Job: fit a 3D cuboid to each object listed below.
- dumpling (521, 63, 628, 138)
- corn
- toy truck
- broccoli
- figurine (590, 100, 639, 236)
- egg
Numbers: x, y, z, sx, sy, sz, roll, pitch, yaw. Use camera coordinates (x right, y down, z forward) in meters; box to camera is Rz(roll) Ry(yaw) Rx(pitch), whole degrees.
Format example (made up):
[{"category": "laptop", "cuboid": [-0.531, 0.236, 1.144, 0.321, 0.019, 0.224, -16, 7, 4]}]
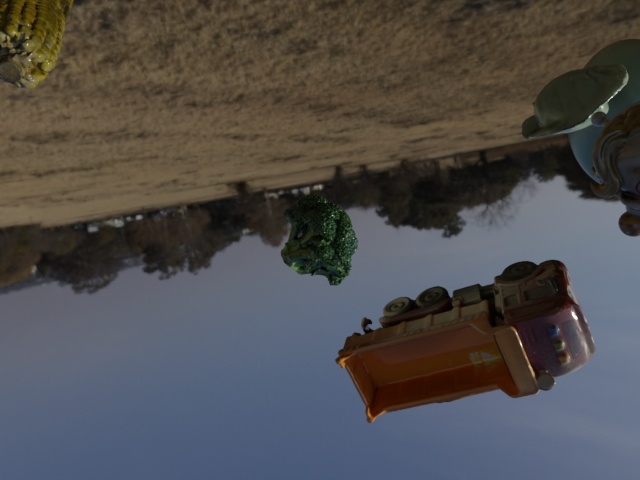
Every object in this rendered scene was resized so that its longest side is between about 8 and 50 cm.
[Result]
[{"category": "dumpling", "cuboid": [0.501, -0.257, 1.116, 0.219, 0.152, 0.108, -38, 135, 19]}, {"category": "corn", "cuboid": [-0.386, -0.310, 0.770, 0.097, 0.097, 0.319, -10, -134, -1]}, {"category": "toy truck", "cuboid": [0.164, 0.117, 0.667, 0.271, 0.114, 0.135, -20, -160, 21]}, {"category": "broccoli", "cuboid": [0.000, 0.000, 1.183, 0.156, 0.195, 0.195, -40, 180, 10]}, {"category": "figurine", "cuboid": [0.492, -0.091, 0.741, 0.275, 0.193, 0.133, 10, -150, 16]}, {"category": "egg", "cuboid": [0.747, -0.294, 1.389, 0.276, 0.388, 0.276, -15, -145, 11]}]
